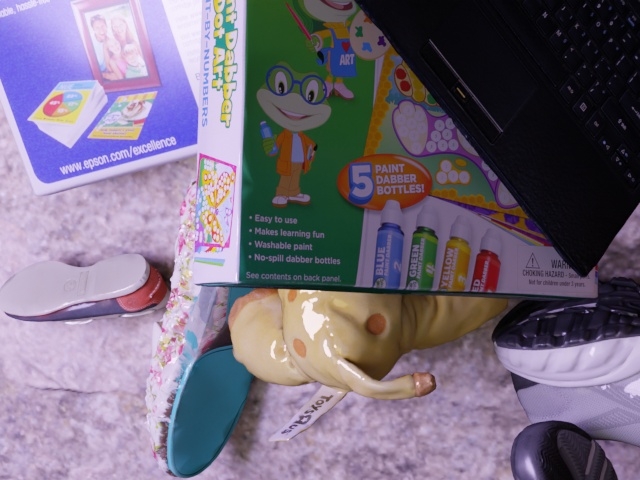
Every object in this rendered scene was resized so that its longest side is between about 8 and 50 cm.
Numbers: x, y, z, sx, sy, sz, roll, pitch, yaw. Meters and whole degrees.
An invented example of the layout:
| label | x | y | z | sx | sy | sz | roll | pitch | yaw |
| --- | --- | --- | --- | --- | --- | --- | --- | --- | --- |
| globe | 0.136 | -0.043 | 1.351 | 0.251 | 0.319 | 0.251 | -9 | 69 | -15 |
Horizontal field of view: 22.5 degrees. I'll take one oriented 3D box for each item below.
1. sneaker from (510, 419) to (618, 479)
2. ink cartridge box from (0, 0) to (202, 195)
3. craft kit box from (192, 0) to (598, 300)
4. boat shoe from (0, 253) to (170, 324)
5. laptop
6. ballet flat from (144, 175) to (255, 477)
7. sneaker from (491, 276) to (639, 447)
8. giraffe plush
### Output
| label | x | y | z | sx | sy | sz | roll | pitch | yaw |
| --- | --- | --- | --- | --- | --- | --- | --- | --- | --- |
| sneaker | 0.144 | 0.204 | 1.074 | 0.132 | 0.086 | 0.228 | -6 | 135 | 35 |
| ink cartridge box | -0.107 | -0.207 | 1.066 | 0.304 | 0.072 | 0.307 | -12 | 102 | 26 |
| craft kit box | 0.051 | -0.092 | 0.911 | 0.061 | 0.250 | 0.246 | -9 | 81 | 57 |
| boat shoe | -0.177 | 0.041 | 1.195 | 0.137 | 0.049 | 0.043 | -9 | 145 | 23 |
| laptop | 0.187 | -0.154 | 0.888 | 0.234 | 0.264 | 0.136 | 49 | 154 | -20 |
| ballet flat | -0.081 | 0.053 | 1.152 | 0.077 | 0.091 | 0.241 | 37 | 118 | 40 |
| sneaker | 0.249 | 0.081 | 1.020 | 0.272 | 0.100 | 0.108 | -5 | 116 | 29 |
| giraffe plush | 0.000 | 0.000 | 1.010 | 0.181 | 0.210 | 0.170 | -9 | 110 | 26 |
